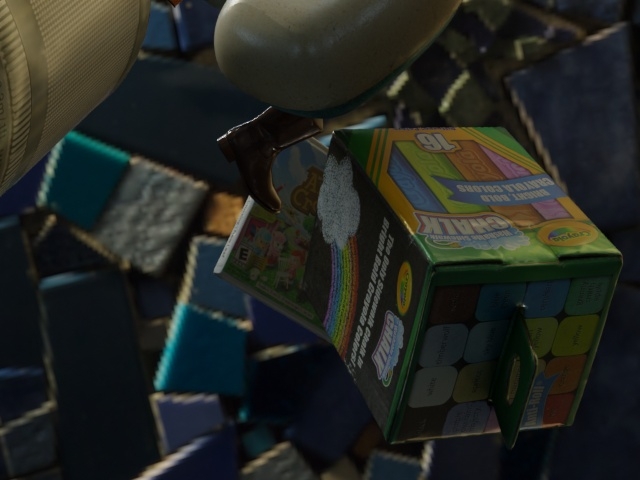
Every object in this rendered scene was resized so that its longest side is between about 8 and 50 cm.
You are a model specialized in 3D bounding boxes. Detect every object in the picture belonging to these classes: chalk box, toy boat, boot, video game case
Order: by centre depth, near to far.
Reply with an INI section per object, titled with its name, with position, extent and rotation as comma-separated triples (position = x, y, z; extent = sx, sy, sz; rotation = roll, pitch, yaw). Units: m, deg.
[chalk box]
position = 0.123, 0.048, 1.164
extent = 0.289, 0.179, 0.180
rotation = -122, 36, -50
[toy boat]
position = -0.011, -0.232, 1.258
extent = 0.318, 0.267, 0.148
rotation = 31, 158, 36
[boot]
position = -0.033, -0.092, 1.425
extent = 0.106, 0.114, 0.037
rotation = 53, -160, -19
[video game case]
position = 0.000, 0.000, 1.597
extent = 0.023, 0.212, 0.193
rotation = 4, 66, 56

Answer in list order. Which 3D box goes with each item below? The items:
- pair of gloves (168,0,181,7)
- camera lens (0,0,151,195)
[pair of gloves]
position = -0.149, -0.292, 1.432
extent = 0.083, 0.074, 0.010
rotation = 49, -177, -14
[camera lens]
position = -0.235, -0.122, 0.770
extent = 0.274, 0.219, 0.219
rotation = -59, -27, -56
